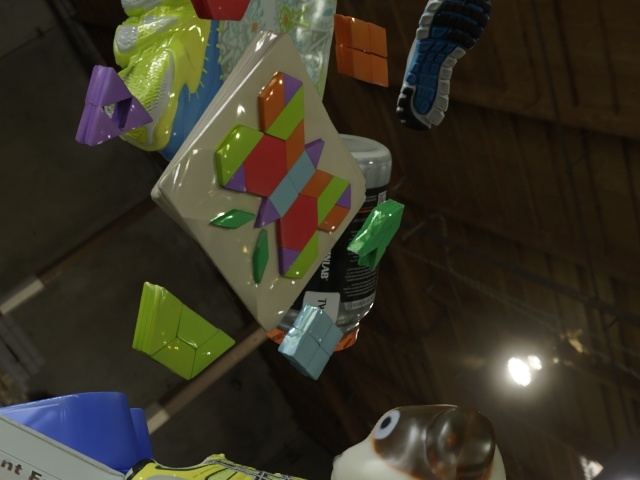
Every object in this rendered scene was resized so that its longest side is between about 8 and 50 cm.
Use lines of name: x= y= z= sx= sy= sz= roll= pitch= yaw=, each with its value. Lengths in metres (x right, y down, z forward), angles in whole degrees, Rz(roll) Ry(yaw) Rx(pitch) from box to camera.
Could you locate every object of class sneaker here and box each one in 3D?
sneaker: x=0.131 y=-0.224 z=0.954 sx=0.071 sy=0.083 sz=0.191 roll=17 pitch=-53 yaw=-9
sneaker: x=-0.099 y=0.364 z=1.186 sx=0.384 sy=0.145 sz=0.147 roll=18 pitch=29 yaw=-44
sneaker: x=-0.135 y=-0.181 z=0.809 sx=0.091 sy=0.240 sz=0.126 roll=5 pitch=-24 yaw=20

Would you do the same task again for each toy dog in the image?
toy dog: x=0.149 y=0.391 z=0.970 sx=0.284 sy=0.395 sz=0.408 roll=88 pitch=-13 yaw=-73

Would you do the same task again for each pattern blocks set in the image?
pattern blocks set: x=-0.031 y=-0.039 z=0.572 sx=0.026 sy=0.286 sz=0.325 roll=20 pitch=-11 yaw=35

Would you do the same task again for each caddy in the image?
caddy: x=-0.403 y=0.353 z=1.271 sx=0.241 sy=0.341 sz=0.179 roll=81 pitch=-2 yaw=-66

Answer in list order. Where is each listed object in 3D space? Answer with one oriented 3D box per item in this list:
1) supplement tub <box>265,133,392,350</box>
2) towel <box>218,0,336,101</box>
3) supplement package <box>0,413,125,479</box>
supplement tub: x=0.000 y=0.000 z=1.313 sx=0.193 sy=0.193 sz=0.316 roll=27 pitch=-63 yaw=50
towel: x=-0.088 y=-0.353 z=1.211 sx=0.090 sy=0.321 sz=0.374 roll=6 pitch=-4 yaw=28
supplement package: x=-0.205 y=0.178 z=0.236 sx=0.198 sy=0.199 sz=0.263 roll=34 pitch=24 yaw=-23
